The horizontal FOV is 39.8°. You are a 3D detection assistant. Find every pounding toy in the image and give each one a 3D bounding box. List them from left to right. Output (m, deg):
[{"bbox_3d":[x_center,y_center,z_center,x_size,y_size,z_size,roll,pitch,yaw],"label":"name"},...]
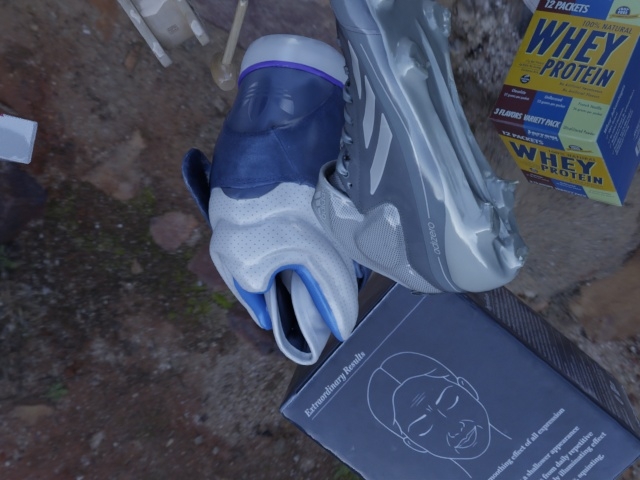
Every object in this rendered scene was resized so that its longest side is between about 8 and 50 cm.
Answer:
[{"bbox_3d":[-0.196,-0.351,1.258,0.155,0.269,0.154,-29,47,4],"label":"pounding toy"}]

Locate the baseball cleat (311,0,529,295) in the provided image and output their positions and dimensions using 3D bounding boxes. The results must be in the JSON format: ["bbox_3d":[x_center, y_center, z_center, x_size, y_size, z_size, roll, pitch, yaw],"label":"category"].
[{"bbox_3d":[0.026,-0.057,0.438,0.110,0.072,0.205,-13,109,36],"label":"baseball cleat"}]

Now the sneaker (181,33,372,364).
[{"bbox_3d":[0.000,0.000,0.767,0.130,0.323,0.236,0,70,21],"label":"sneaker"}]

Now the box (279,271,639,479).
[{"bbox_3d":[0.194,0.220,1.245,0.395,0.212,0.293,40,107,-4],"label":"box"}]

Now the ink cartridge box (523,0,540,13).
[{"bbox_3d":[0.314,-0.420,1.237,0.100,0.237,0.172,-35,67,6],"label":"ink cartridge box"}]

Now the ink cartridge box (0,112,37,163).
[{"bbox_3d":[-0.439,-0.138,1.138,0.135,0.099,0.056,10,89,51],"label":"ink cartridge box"}]

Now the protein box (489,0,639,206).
[{"bbox_3d":[0.337,-0.182,1.118,0.136,0.201,0.199,19,80,32],"label":"protein box"}]
